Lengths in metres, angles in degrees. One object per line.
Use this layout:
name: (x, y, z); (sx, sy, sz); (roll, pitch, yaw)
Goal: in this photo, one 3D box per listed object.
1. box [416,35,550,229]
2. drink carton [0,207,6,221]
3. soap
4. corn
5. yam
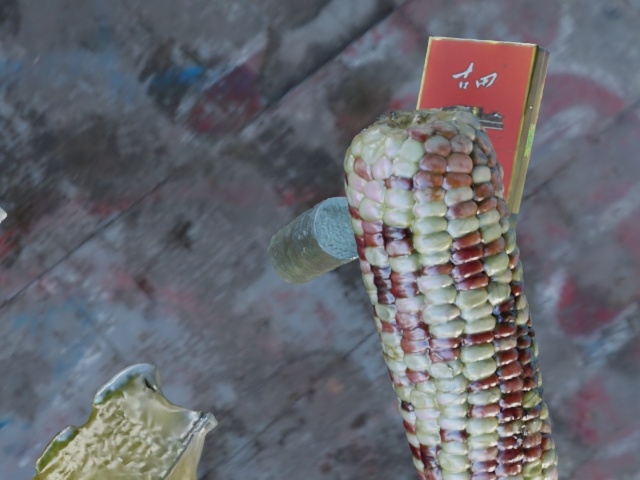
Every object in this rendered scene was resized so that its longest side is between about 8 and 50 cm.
box: (0.108, -0.077, 1.278); (0.023, 0.090, 0.133); (14, 87, -58)
drink carton: (-0.412, 0.009, 1.696); (0.102, 0.222, 0.134); (52, 52, -17)
soap: (-0.167, 0.322, 1.556); (0.169, 0.339, 0.304); (25, 62, 30)
corn: (0.072, 0.054, 0.942); (0.086, 0.086, 0.253); (-17, 101, -25)
yam: (0.000, 0.000, 1.815); (0.068, 0.169, 0.068); (3, 80, -18)
